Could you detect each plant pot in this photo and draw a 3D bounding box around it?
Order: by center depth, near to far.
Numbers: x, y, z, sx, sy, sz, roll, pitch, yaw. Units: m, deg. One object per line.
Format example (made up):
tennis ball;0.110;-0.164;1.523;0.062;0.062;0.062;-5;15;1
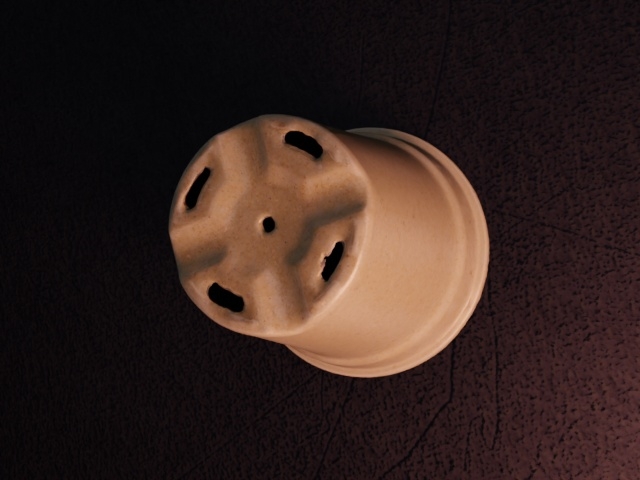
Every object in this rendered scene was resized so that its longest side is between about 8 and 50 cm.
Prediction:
plant pot;0.000;0.000;0.883;0.334;0.305;0.333;-2;84;22
